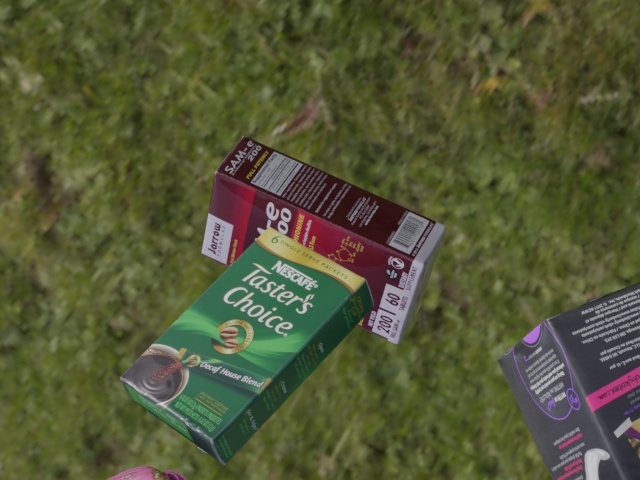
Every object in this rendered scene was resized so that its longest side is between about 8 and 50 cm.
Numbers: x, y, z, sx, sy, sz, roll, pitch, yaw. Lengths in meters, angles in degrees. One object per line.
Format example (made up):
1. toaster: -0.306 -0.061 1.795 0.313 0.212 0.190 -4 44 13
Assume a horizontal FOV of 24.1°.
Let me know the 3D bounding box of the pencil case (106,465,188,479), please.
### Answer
1. pencil case: -0.306 0.332 1.457 0.386 0.160 0.167 -10 114 -5

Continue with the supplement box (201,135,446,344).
1. supplement box: 0.000 0.000 1.588 0.239 0.073 0.130 24 135 11

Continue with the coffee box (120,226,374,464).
1. coffee box: -0.057 0.079 1.193 0.113 0.184 0.040 30 153 34

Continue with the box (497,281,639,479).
1. box: 0.311 0.195 1.474 0.165 0.143 0.270 121 128 -68
